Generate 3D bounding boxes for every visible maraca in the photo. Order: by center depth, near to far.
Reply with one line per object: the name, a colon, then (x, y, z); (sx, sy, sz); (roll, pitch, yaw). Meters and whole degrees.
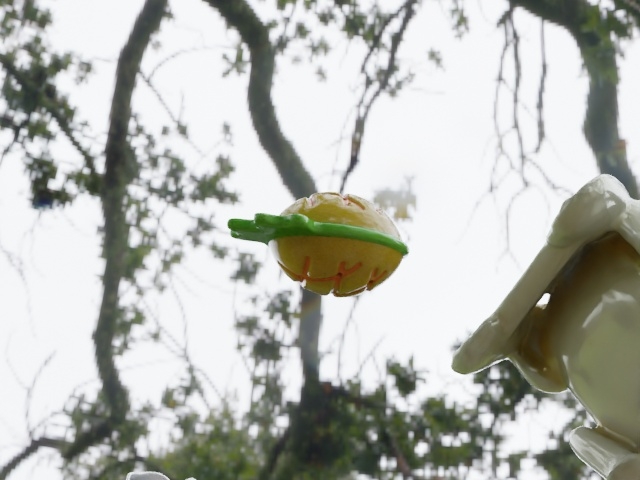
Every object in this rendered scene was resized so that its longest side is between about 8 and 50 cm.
maraca: (0.000, 0.000, 1.123); (0.186, 0.099, 0.127); (15, -19, -38)

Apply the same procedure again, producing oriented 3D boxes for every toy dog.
toy dog: (0.412, 0.164, 1.342); (0.284, 0.408, 0.395); (-53, -22, 19)

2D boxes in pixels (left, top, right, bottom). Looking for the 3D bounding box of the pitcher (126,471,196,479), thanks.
pitcher: (-0.260, 0.358, 1.474); (0.207, 0.125, 0.178); (-33, -15, 21)
